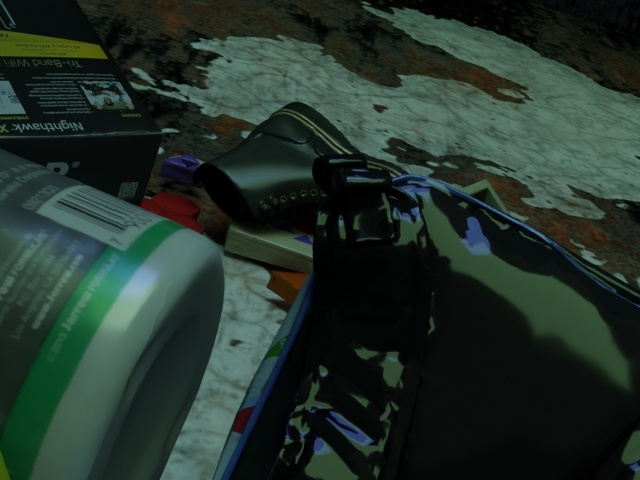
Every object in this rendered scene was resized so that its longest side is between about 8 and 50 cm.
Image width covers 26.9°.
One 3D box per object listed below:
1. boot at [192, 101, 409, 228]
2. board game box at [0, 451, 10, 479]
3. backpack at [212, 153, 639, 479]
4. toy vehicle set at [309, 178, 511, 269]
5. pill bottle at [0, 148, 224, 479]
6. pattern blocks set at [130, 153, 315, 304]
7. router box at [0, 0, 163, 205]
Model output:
[{"bbox_3d":[-0.002,-0.026,1.158,0.198,0.077,0.137,35,44,20],"label":"boot"},{"bbox_3d":[-0.228,0.107,0.578,0.181,0.092,0.043,-9,19,13],"label":"board game box"},{"bbox_3d":[0.063,0.136,0.657,0.276,0.213,0.263,27,62,13],"label":"backpack"},{"bbox_3d":[0.111,0.051,1.051,0.166,0.035,0.267,57,32,6],"label":"toy vehicle set"},{"bbox_3d":[-0.250,0.028,0.703,0.361,0.204,0.204,22,22,9],"label":"pill bottle"},{"bbox_3d":[0.000,0.000,1.196,0.324,0.026,0.285,22,23,7],"label":"pattern blocks set"},{"bbox_3d":[-0.314,-0.123,1.068,0.308,0.081,0.243,-4,43,-34],"label":"router box"}]
